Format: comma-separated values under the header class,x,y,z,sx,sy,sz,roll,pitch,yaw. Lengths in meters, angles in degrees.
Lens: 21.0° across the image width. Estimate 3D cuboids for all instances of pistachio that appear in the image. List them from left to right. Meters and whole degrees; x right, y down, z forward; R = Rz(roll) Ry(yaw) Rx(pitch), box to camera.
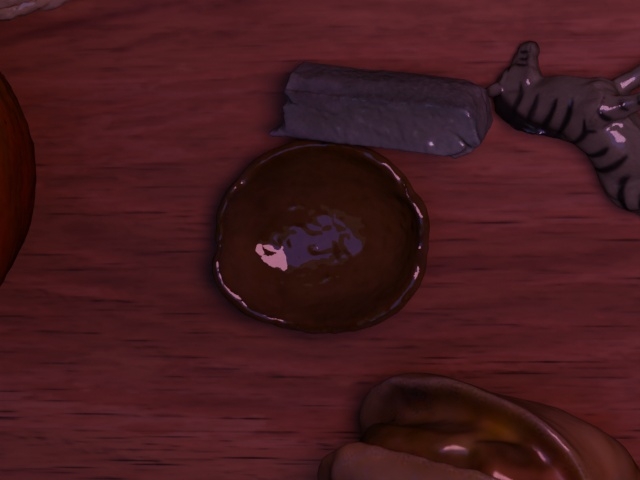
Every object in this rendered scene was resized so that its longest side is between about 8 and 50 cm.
class,x,y,z,sx,sy,sz,roll,pitch,yaw
pistachio,0.160,0.249,1.588,0.321,0.229,0.238,28,138,10

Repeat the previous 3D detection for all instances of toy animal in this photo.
class,x,y,z,sx,sy,sz,roll,pitch,yaw
toy animal,0.265,-0.095,1.573,0.176,0.073,0.217,-25,104,27

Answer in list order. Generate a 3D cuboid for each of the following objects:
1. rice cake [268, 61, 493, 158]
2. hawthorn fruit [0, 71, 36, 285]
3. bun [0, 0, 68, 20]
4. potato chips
class,x,y,z,sx,sy,sz,roll,pitch,yaw
rice cake,0.057,-0.120,1.579,0.206,0.069,0.063,10,124,21
hawthorn fruit,-0.489,-0.075,1.514,0.472,0.472,0.471,2,102,8
bun,-0.284,-0.294,1.573,0.220,0.134,0.220,1,69,-3
potato chips,0.001,-0.001,1.634,0.208,0.062,0.195,-39,89,15
